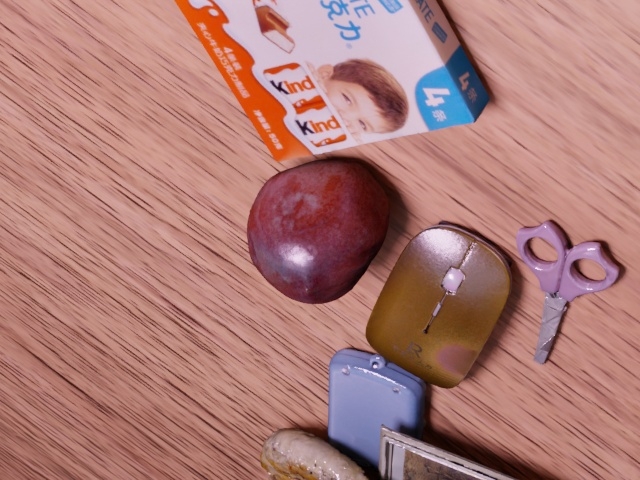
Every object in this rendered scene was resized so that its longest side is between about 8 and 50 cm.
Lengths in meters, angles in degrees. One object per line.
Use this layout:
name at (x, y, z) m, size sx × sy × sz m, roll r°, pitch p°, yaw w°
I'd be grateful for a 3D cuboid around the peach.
peach at (0.000, 0.000, 1.759) m, size 0.152 × 0.152 × 0.152 m, roll 19°, pitch 138°, yaw 19°

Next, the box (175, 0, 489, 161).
box at (-0.006, -0.210, 1.629) m, size 0.265 × 0.048 × 0.273 m, roll -10°, pitch 122°, yaw 41°

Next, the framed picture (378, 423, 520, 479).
framed picture at (0.164, 0.322, 2.012) m, size 0.217 × 0.017 × 0.274 m, roll 19°, pitch 150°, yaw 14°

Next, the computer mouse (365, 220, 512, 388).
computer mouse at (0.125, 0.079, 1.821) m, size 0.126 × 0.056 × 0.245 m, roll 30°, pitch 139°, yaw 5°

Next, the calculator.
calculator at (0.066, 0.206, 1.998) m, size 0.121 × 0.039 × 0.210 m, roll 17°, pitch 137°, yaw 17°

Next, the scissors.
scissors at (0.243, 0.065, 1.749) m, size 0.110 × 0.021 × 0.212 m, roll 24°, pitch 139°, yaw 16°

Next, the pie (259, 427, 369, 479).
pie at (0.030, 0.337, 2.096) m, size 0.274 × 0.055 × 0.274 m, roll 35°, pitch 156°, yaw 18°
